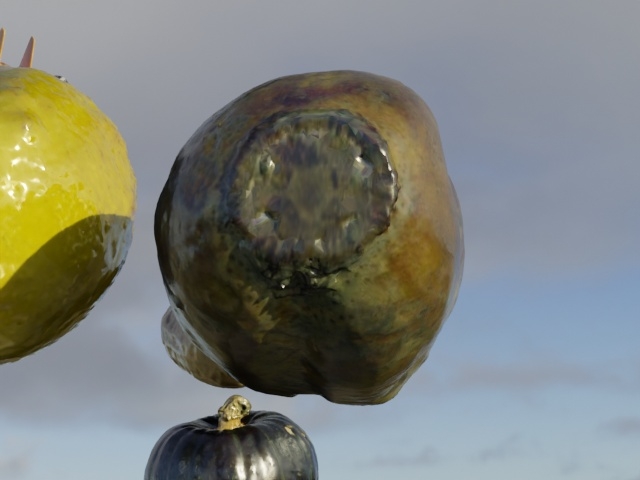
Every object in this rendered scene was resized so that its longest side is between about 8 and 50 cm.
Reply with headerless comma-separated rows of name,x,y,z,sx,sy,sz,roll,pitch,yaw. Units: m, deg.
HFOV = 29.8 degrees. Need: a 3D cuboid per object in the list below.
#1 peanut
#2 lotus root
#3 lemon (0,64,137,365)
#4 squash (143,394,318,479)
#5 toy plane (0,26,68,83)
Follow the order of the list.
peanut,-0.115,0.111,1.372,0.108,0.095,0.226,-19,13,-19
lotus root,0.000,0.000,0.919,0.251,0.250,0.346,-4,-14,2
lemon,-0.302,-0.025,1.088,0.268,0.268,0.322,-6,16,13
squash,-0.098,0.255,1.311,0.193,0.155,0.193,-25,9,4
toy plane,-0.438,-0.196,1.794,0.204,0.316,0.103,13,-59,-36
